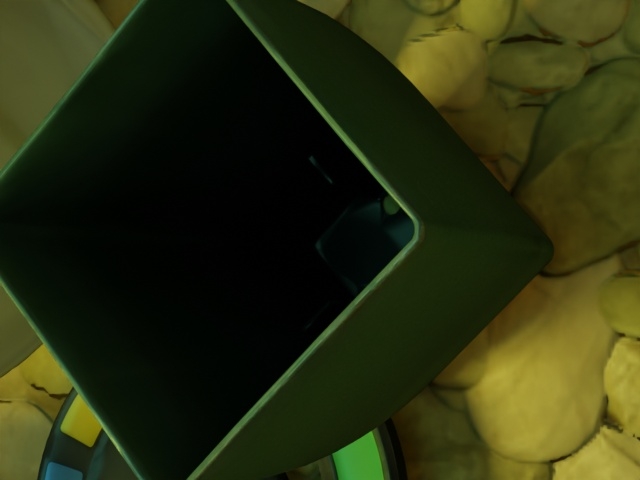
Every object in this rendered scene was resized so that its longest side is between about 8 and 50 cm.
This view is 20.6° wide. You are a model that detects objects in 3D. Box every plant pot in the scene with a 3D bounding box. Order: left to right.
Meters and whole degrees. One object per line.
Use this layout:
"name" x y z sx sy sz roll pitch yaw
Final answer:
"plant pot" 0.000 0.000 0.815 0.165 0.234 0.166 -48 66 20

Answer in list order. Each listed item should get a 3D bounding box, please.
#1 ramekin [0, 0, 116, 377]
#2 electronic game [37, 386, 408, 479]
"ramekin" -0.239 -0.046 0.949 0.127 0.273 0.273 34 105 40
"electronic game" -0.058 0.145 0.938 0.229 0.048 0.229 -6 78 27
